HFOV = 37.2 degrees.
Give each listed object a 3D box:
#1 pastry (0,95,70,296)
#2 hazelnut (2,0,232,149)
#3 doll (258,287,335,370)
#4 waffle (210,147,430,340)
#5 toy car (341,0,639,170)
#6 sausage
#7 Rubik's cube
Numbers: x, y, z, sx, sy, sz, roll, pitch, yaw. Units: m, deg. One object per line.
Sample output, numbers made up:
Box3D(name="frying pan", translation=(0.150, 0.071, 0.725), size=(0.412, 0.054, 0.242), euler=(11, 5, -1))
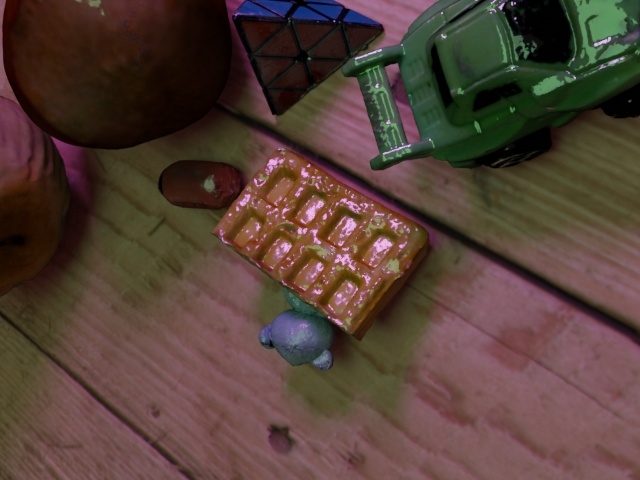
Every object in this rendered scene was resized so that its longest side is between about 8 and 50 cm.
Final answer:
Box3D(name="pastry", translation=(-0.600, -0.080, 1.519), size=(0.312, 0.388, 0.389), euler=(44, 113, 34))
Box3D(name="hazelnut", translation=(-0.292, -0.307, 1.355), size=(0.365, 0.365, 0.366), euler=(0, 90, 33))
Box3D(name="doll", translation=(-0.004, 0.090, 1.314), size=(0.120, 0.075, 0.180), euler=(18, 73, 31))
Box3D(name="waffle", translation=(0.000, 0.000, 1.277), size=(0.274, 0.057, 0.168), euler=(32, 80, 29))
Box3D(name="toy car", translation=(0.213, -0.207, 1.087), size=(0.358, 0.176, 0.214), euler=(-23, 78, 47))
Box3D(name="sausage", translation=(-0.182, -0.084, 1.424), size=(0.141, 0.076, 0.076), euler=(8, 95, 33))
Box3D(name="Rubik's cube", translation=(-0.060, -0.298, 1.353), size=(0.190, 0.211, 0.178), euler=(120, 145, -45))
